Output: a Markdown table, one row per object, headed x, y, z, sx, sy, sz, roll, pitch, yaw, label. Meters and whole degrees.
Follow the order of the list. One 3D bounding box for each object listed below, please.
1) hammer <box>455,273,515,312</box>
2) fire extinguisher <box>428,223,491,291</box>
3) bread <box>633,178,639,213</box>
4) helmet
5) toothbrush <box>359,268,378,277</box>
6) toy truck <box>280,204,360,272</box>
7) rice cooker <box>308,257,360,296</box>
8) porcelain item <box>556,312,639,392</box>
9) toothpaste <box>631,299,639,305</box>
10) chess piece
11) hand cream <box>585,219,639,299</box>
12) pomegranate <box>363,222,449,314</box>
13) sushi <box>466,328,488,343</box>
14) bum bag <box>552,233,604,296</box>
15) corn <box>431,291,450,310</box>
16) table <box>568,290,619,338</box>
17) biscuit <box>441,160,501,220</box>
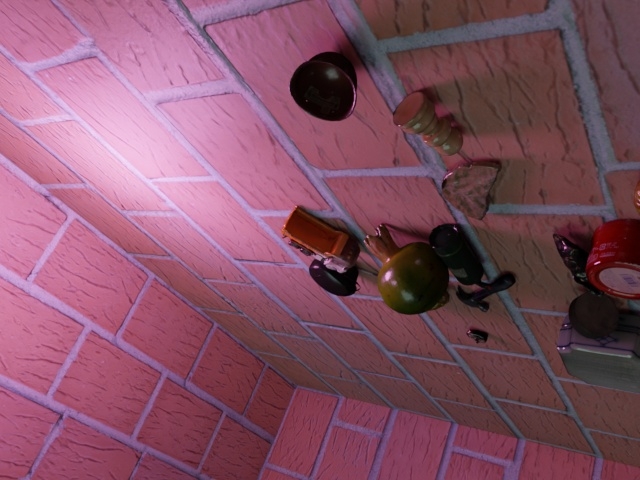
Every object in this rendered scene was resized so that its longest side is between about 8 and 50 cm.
| x | y | z | sx | sy | sz | roll | pitch | yaw | label |
| --- | --- | --- | --- | --- | --- | --- | --- | --- | --- |
| 0.542 | 0.161 | 2.015 | 0.137 | 0.037 | 0.290 | 24 | 156 | -4 | hammer |
| 0.427 | 0.064 | 1.866 | 0.118 | 0.093 | 0.294 | 24 | 164 | 48 | fire extinguisher |
| 0.762 | -0.080 | 1.275 | 0.213 | 0.105 | 0.213 | 21 | 153 | 11 | bread |
| 0.020 | -0.359 | 1.362 | 0.154 | 0.106 | 0.175 | 18 | 153 | 7 | helmet |
| 0.204 | 0.128 | 2.274 | 0.131 | 0.011 | 0.013 | 20 | 167 | 8 | toothbrush |
| 0.000 | 0.000 | 2.089 | 0.270 | 0.114 | 0.135 | 30 | 159 | -9 | toy truck |
| 0.055 | 0.125 | 2.270 | 0.203 | 0.118 | 0.142 | 36 | 152 | -24 | rice cooker |
| 0.898 | 0.336 | 1.908 | 0.285 | 0.157 | 0.281 | 4 | 146 | 38 | porcelain item |
| 0.818 | 0.112 | 1.673 | 0.194 | 0.043 | 0.067 | 36 | -172 | -23 | toothpaste |
| 0.254 | -0.255 | 1.404 | 0.170 | 0.094 | 0.094 | 30 | 156 | -31 | chess piece |
| 0.754 | 0.049 | 1.510 | 0.193 | 0.125 | 0.193 | 20 | 157 | 9 | hand cream |
| 0.256 | 0.084 | 1.911 | 0.302 | 0.236 | 0.236 | 47 | 152 | -3 | pomegranate |
| 0.597 | 0.363 | 2.355 | 0.083 | 0.044 | 0.046 | 20 | 156 | 4 | sushi |
| 0.683 | 0.058 | 1.633 | 0.069 | 0.102 | 0.248 | -28 | 130 | 22 | bum bag |
| 0.358 | 0.202 | 2.190 | 0.097 | 0.097 | 0.261 | 34 | 157 | -21 | corn |
| 0.790 | 0.216 | 1.793 | 0.133 | 0.134 | 0.043 | 22 | 157 | 3 | table |
| 0.376 | -0.135 | 1.582 | 0.133 | 0.032 | 0.250 | 17 | 155 | 13 | biscuit |
